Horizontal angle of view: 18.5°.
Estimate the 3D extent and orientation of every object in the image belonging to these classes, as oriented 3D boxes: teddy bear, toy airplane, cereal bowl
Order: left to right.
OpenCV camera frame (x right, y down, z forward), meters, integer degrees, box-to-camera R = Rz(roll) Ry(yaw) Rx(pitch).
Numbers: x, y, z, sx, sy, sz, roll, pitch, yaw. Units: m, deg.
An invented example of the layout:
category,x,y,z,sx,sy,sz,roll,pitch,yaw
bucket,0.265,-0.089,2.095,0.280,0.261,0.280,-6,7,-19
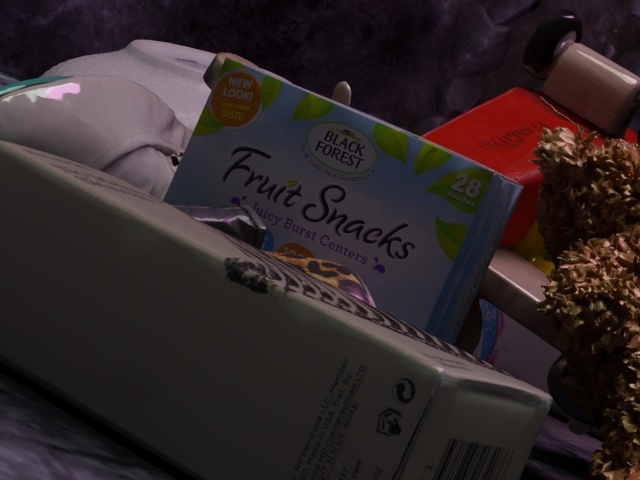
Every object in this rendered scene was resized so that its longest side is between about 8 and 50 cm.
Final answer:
category,x,y,z,sx,sy,sz,roll,pitch,yaw
cereal bowl,-0.117,-0.098,1.830,0.339,0.141,0.339,15,12,-3
toy airplane,0.100,0.003,1.485,0.384,0.272,0.386,11,35,-13
teddy bear,0.226,0.067,1.231,0.245,0.113,0.338,32,38,-19

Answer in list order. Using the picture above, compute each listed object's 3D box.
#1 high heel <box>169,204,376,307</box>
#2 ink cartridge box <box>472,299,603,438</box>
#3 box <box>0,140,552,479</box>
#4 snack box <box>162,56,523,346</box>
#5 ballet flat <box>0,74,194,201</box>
category,x,y,z,sx,sy,sz,roll,pitch,yaw
high heel,-0.079,0.044,1.091,0.186,0.093,0.261,1,24,-29
ink cartridge box,0.209,0.083,1.824,0.278,0.117,0.201,27,5,31
box,-0.043,0.051,0.884,0.275,0.094,0.113,26,4,32
snack box,0.000,0.000,1.263,0.207,0.175,0.070,26,3,23
ballet flat,-0.126,-0.027,1.395,0.139,0.139,0.400,25,3,17
